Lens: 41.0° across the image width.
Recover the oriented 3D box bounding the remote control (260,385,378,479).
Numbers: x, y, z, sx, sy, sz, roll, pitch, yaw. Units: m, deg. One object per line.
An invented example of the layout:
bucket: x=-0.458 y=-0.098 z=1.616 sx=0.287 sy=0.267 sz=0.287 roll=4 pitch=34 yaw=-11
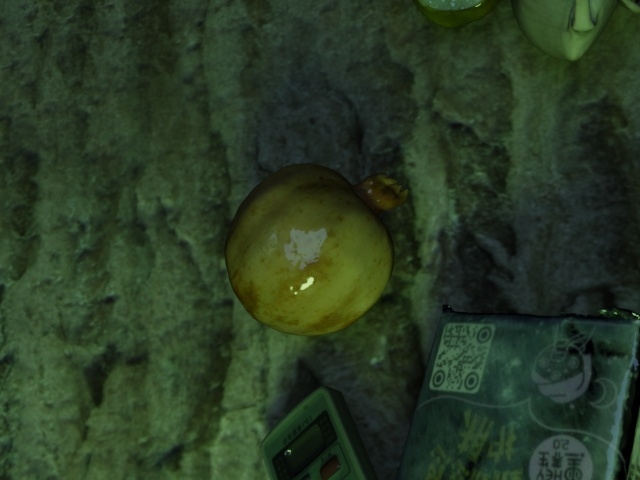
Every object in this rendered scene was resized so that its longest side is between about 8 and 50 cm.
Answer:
remote control: x=0.016 y=0.291 z=0.895 sx=0.123 sy=0.038 sz=0.285 roll=-46 pitch=39 yaw=20

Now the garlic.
garlic: x=0.353 y=-0.355 z=1.038 sx=0.232 sy=0.245 sz=0.339 roll=0 pitch=57 yaw=1

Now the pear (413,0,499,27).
pear: x=0.193 y=-0.352 z=1.147 sx=0.141 sy=0.104 sz=0.141 roll=1 pitch=92 yaw=29

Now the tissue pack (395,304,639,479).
tissue pack: x=0.191 y=0.248 z=0.849 sx=0.259 sy=0.122 sz=0.361 roll=-4 pitch=65 yaw=48

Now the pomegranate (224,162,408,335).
pomegranate: x=-0.013 y=0.010 z=1.003 sx=0.207 sy=0.207 sz=0.207 roll=-5 pitch=67 yaw=13
